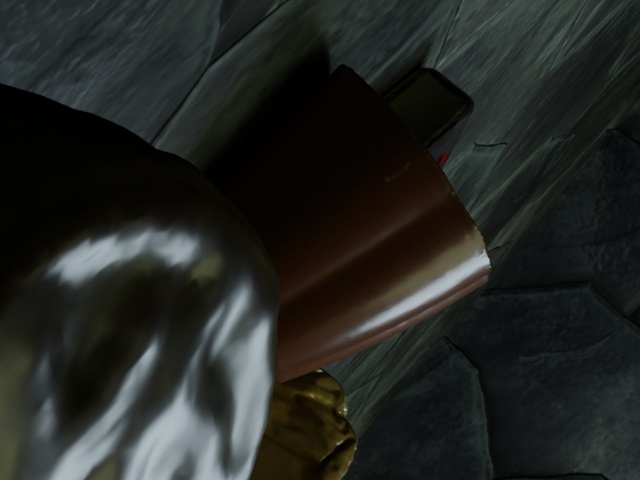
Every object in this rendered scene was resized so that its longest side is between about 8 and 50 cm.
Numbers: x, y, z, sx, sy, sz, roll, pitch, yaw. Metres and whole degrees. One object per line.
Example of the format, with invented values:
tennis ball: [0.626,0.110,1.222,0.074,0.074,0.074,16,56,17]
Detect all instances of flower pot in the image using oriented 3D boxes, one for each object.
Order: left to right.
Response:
flower pot: [0.000,0.000,1.127,0.173,0.190,0.190,-35,167,-8]

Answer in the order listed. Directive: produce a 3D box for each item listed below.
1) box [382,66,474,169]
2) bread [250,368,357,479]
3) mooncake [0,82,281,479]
box: [0.049,-0.041,1.404,0.120,0.069,0.224,-40,165,-35]
bread: [-0.082,0.212,1.423,0.250,0.179,0.133,-61,-171,-27]
mooncake: [-0.142,0.081,0.660,0.284,0.155,0.284,-38,141,-39]
